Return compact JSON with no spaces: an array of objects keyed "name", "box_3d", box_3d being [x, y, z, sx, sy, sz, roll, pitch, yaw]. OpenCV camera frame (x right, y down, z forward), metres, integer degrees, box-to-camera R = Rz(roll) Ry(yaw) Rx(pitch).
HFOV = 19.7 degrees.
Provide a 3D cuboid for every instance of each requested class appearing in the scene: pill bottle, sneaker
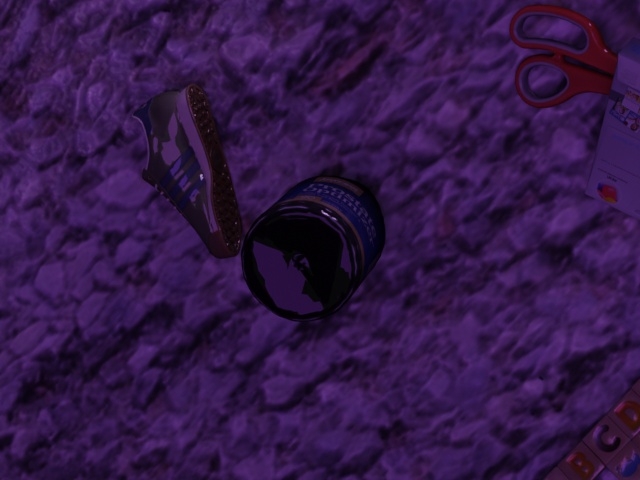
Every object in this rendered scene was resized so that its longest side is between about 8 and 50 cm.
[{"name":"pill bottle","box_3d":[0.000,0.000,1.896,0.123,0.219,0.122,3,103,11]},{"name":"sneaker","box_3d":[-0.149,-0.069,1.998,0.086,0.064,0.192,-11,100,22]}]

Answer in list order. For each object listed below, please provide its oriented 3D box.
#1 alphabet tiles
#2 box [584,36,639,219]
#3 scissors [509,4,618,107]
[{"name":"alphabet tiles","box_3d":[0.369,0.253,1.938,0.237,0.009,0.198,-49,65,12]},{"name":"box","box_3d":[0.346,-0.092,1.813,0.145,0.038,0.186,27,137,21]},{"name":"scissors","box_3d":[0.316,-0.164,1.840,0.297,0.021,0.109,16,110,34]}]
